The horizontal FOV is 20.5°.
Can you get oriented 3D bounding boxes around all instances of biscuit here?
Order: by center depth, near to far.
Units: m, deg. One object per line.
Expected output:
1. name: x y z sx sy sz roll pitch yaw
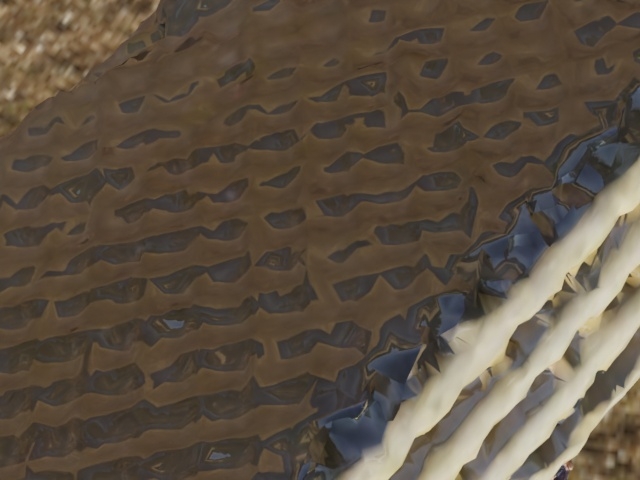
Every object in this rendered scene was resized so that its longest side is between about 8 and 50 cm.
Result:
1. biscuit: 0.000 0.000 0.386 0.144 0.426 0.078 28 152 37

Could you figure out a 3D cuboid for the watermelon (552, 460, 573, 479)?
1. watermelon: 0.036 0.060 0.841 0.158 0.098 0.121 -8 117 -6
